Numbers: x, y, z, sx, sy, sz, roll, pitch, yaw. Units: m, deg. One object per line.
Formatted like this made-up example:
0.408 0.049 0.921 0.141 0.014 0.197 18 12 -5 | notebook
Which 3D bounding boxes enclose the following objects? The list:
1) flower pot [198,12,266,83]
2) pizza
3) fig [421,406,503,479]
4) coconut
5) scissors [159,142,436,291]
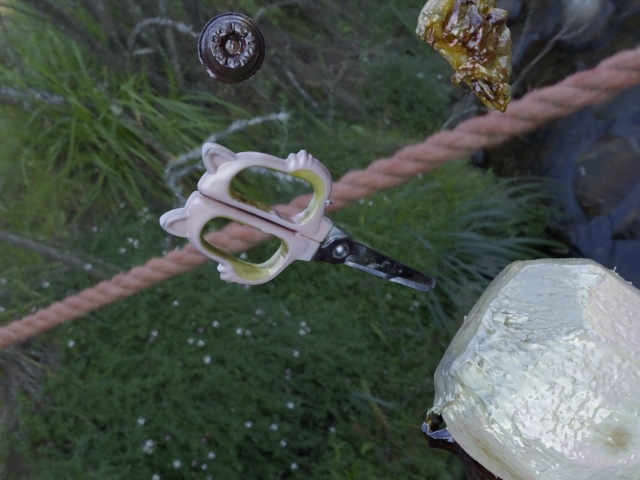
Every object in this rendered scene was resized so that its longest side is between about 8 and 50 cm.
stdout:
-0.134 -0.298 1.302 0.111 0.111 0.089 -52 13 2 | flower pot
0.221 -0.266 1.168 0.154 0.193 0.069 -37 13 -37 | pizza
0.261 0.246 1.064 0.214 0.235 0.235 -16 14 -24 | fig
0.194 0.112 0.647 0.194 0.194 0.194 -39 29 27 | coconut
0.000 0.000 0.857 0.160 0.318 0.024 -56 32 21 | scissors
